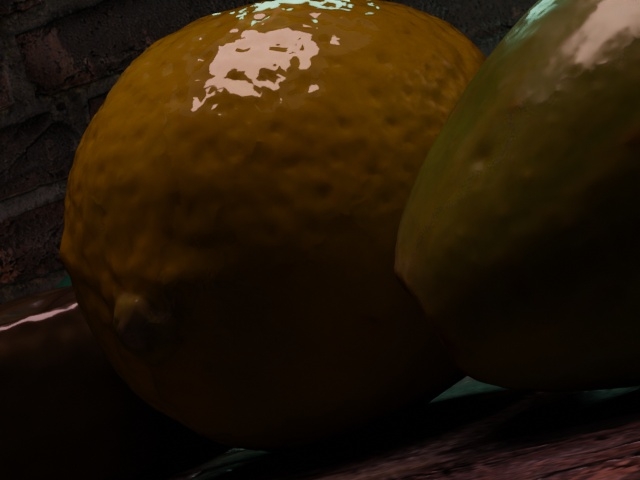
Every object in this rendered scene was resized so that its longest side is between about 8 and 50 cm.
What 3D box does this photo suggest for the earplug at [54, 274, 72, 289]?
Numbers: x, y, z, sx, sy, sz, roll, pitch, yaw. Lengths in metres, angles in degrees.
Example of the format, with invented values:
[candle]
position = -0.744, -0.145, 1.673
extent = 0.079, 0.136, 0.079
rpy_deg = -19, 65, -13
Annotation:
[earplug]
position = -0.290, 0.126, 2.083
extent = 0.164, 0.280, 0.257
rpy_deg = 9, -28, 22

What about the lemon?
[lemon]
position = -0.006, -0.015, 1.210
extent = 0.336, 0.336, 0.336
rpy_deg = -16, 1, 0

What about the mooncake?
[mooncake]
position = -0.209, 0.118, 1.391
extent = 0.284, 0.155, 0.284
rpy_deg = -14, 1, 0

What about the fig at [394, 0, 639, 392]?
[fig]
position = 0.194, -0.034, 1.020
extent = 0.326, 0.258, 0.258
rpy_deg = -34, 5, -13
